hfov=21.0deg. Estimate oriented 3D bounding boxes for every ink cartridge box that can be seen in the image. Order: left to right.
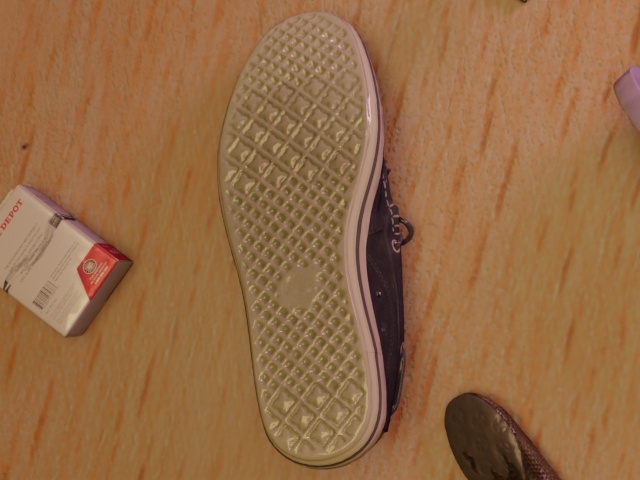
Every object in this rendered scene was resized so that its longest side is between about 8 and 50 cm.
[{"bbox_3d":[-0.308,0.023,1.958,0.150,0.063,0.109,37,96,10],"label":"ink cartridge box"}]

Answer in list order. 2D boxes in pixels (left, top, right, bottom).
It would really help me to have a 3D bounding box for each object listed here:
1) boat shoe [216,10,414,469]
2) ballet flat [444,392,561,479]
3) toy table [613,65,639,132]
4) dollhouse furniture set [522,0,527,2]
[{"bbox_3d":[0.000,0.000,1.857,0.187,0.156,0.500,-9,76,16],"label":"boat shoe"},{"bbox_3d":[0.228,0.265,1.858,0.250,0.058,0.084,48,120,14],"label":"ballet flat"},{"bbox_3d":[0.446,-0.110,1.732,0.274,0.252,0.161,44,114,-3],"label":"toy table"},{"bbox_3d":[0.206,-0.298,1.815,0.076,0.152,0.058,30,94,9],"label":"dollhouse furniture set"}]
